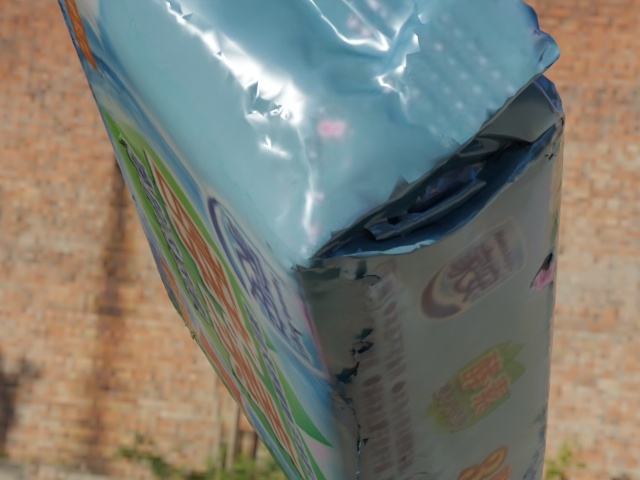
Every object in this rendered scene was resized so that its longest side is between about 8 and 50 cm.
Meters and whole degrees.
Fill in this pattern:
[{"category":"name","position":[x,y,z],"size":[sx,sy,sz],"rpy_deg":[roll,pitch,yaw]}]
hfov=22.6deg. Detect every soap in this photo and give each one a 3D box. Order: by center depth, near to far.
[{"category":"soap","position":[0.000,0.000,0.462],"size":[0.077,0.156,0.293],"rpy_deg":[-31,-31,-12]}]
